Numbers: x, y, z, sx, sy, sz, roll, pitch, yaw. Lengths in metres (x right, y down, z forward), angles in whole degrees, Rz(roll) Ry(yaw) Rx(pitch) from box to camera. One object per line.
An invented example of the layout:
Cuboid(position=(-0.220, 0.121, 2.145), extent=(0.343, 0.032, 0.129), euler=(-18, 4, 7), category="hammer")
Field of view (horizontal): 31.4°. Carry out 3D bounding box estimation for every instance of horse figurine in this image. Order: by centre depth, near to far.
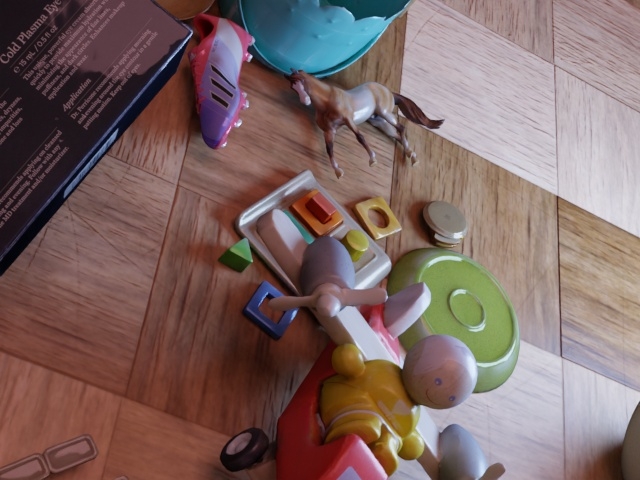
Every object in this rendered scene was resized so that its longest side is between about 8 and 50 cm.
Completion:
Cuboid(position=(0.070, -0.190, 1.769), extent=(0.263, 0.066, 0.174), euler=(-13, 69, -40), category="horse figurine")

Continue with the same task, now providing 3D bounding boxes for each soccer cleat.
Cuboid(position=(-0.154, -0.229, 1.629), extent=(0.095, 0.083, 0.248), euler=(24, 46, -20), category="soccer cleat")

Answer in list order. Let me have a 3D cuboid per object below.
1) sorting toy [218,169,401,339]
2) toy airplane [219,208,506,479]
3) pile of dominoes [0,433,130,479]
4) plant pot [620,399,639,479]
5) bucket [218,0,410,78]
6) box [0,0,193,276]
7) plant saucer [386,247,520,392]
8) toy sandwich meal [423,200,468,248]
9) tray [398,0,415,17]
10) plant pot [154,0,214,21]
Cuboid(position=(0.000, 0.000, 1.602), extent=(0.196, 0.047, 0.348), euler=(49, 45, 4), category="sorting toy")
Cuboid(position=(0.077, 0.168, 1.381), extent=(0.386, 0.272, 0.384), euler=(14, 62, -49), category="toy airplane")
Cuboid(position=(-0.301, 0.330, 1.187), extent=(0.251, 0.040, 0.196), euler=(-19, 73, -33), category="pile of dominoes")
Cuboid(position=(0.555, 0.322, 1.673), extent=(0.284, 0.191, 0.284), euler=(19, 51, -25), category="plant pot")
Cuboid(position=(-0.014, -0.396, 1.771), extent=(0.281, 0.183, 0.281), euler=(18, 52, -24), category="bucket")
Cuboid(position=(-0.375, -0.189, 1.275), extent=(0.312, 0.179, 0.343), euler=(40, 77, -7), category="box")
Cuboid(position=(0.207, 0.108, 1.683), extent=(0.241, 0.037, 0.241), euler=(18, 52, -24), category="plant saucer")
Cuboid(position=(0.192, -0.025, 1.771), extent=(0.085, 0.029, 0.085), euler=(15, 45, -16), category="toy sandwich meal")
Cuboid(position=(0.019, -0.544, 1.882), extent=(0.411, 0.203, 0.076), euler=(24, 50, -20), category="tray")
Cuboid(position=(-0.266, -0.417, 1.713), extent=(0.236, 0.032, 0.236), euler=(18, 51, -24), category="plant pot")
